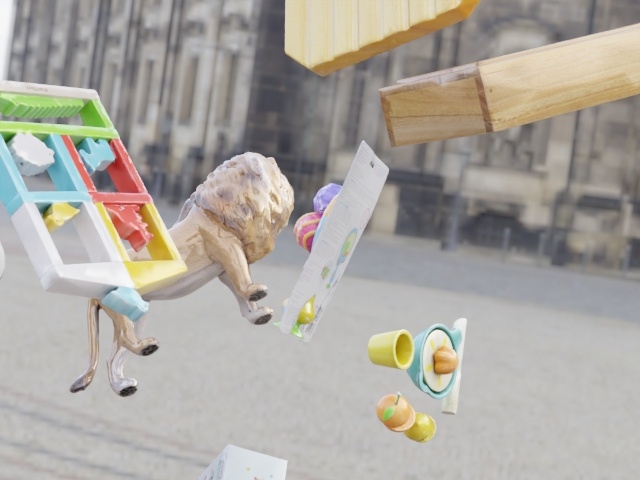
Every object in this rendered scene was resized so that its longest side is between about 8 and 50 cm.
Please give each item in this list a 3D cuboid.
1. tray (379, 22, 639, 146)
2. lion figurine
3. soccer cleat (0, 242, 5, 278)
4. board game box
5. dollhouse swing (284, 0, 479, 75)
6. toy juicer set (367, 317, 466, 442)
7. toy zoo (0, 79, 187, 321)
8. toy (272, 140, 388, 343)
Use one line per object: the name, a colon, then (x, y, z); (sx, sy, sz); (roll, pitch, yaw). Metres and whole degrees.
tray: (0.291, -0.187, 1.546); (0.411, 0.076, 0.203); (-15, 6, -26)
lion figurine: (-0.202, 0.039, 1.987); (0.392, 0.240, 0.142); (-25, -29, -3)
soccer cleat: (-0.547, -0.068, 1.944); (0.331, 0.116, 0.143); (44, -16, 18)
board game box: (-0.158, 0.453, 2.040); (0.098, 0.224, 0.303); (18, -33, -14)
dollhouse swing: (0.011, -0.423, 1.647); (0.347, 0.305, 0.315); (-17, -43, 36)
toy juicer set: (0.207, 0.253, 2.552); (0.090, 0.209, 0.329); (-3, 0, 34)
toy zoo: (-0.253, -0.041, 1.504); (0.030, 0.293, 0.192); (-40, -21, 30)
toy: (0.000, 0.000, 1.686); (0.056, 0.237, 0.137); (20, -5, 18)
